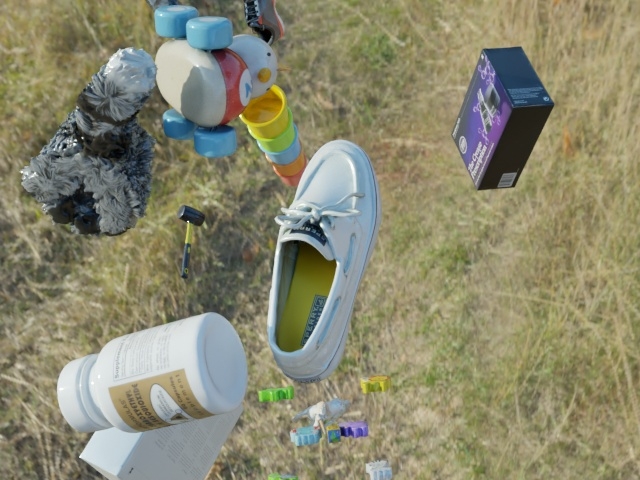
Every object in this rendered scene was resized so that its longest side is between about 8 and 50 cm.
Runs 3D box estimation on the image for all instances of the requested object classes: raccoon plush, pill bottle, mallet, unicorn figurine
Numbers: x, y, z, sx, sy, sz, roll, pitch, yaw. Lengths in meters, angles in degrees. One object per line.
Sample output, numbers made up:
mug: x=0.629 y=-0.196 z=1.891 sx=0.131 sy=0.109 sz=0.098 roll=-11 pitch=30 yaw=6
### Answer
raccoon plush: x=-0.343 y=-0.206 z=1.462 sx=0.216 sy=0.446 sz=0.299 roll=36 pitch=37 yaw=-21
pill bottle: x=-0.224 y=0.183 z=1.070 sx=0.229 sy=0.131 sz=0.131 roll=-16 pitch=49 yaw=20
mallet: x=-0.312 y=-0.001 z=1.864 sx=0.039 sy=0.062 sz=0.189 roll=-33 pitch=37 yaw=40
unicorn figurine: x=0.002 y=0.333 z=1.544 sx=0.060 sy=0.111 sz=0.162 roll=52 pitch=36 yaw=9

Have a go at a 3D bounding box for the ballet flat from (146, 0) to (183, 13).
ballet flat: x=-0.291 y=-0.446 z=1.476 sx=0.057 sy=0.049 sz=0.173 roll=-40 pitch=53 yaw=16

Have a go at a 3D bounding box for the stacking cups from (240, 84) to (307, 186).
stacking cups: x=-0.086 y=-0.193 z=1.643 sx=0.096 sy=0.316 sz=0.096 roll=-3 pitch=67 yaw=8

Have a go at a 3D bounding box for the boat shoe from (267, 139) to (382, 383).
boat shoe: x=-0.009 y=0.000 z=1.113 sx=0.136 sy=0.156 sz=0.367 roll=8 pitch=68 yaw=17

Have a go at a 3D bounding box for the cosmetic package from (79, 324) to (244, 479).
cosmetic package: x=-0.298 y=0.378 z=1.618 sx=0.097 sy=0.377 sz=0.284 roll=18 pitch=63 yaw=19

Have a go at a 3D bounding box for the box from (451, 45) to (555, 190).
box: x=0.390 y=-0.263 z=1.773 sx=0.103 sy=0.261 sz=0.184 roll=-5 pitch=53 yaw=-13

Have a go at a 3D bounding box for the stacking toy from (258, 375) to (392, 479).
stacking toy: x=0.014 y=0.317 z=1.344 sx=0.221 sy=0.052 sz=0.167 roll=-4 pitch=95 yaw=-6

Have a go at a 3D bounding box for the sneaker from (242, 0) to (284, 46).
sneaker: x=-0.118 y=-0.435 z=1.530 sx=0.061 sy=0.158 sz=0.065 roll=-2 pitch=45 yaw=34

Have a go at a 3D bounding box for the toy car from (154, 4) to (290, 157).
toy car: x=-0.141 y=-0.288 z=1.387 sx=0.238 sy=0.219 sz=0.210 roll=-19 pitch=32 yaw=-33
